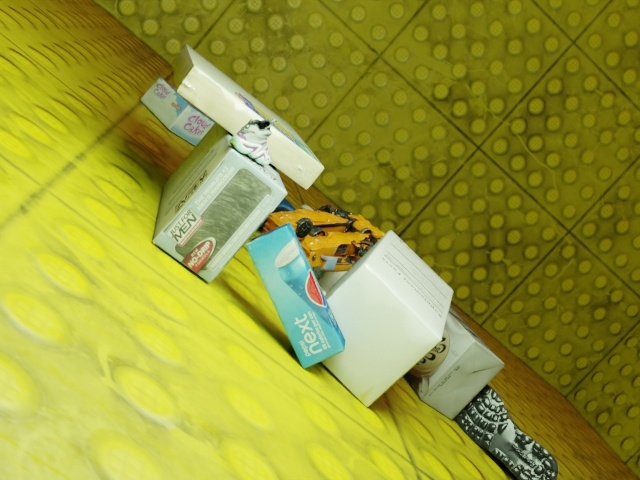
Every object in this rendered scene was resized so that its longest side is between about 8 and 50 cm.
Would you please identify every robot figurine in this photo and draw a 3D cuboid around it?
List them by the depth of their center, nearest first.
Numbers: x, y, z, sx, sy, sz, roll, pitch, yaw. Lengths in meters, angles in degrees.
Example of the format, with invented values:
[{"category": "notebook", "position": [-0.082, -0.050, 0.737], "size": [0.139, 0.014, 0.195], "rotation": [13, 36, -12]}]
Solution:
[{"category": "robot figurine", "position": [0.025, -0.002, 1.661], "size": [0.291, 0.085, 0.211], "rotation": [-1, 34, -48]}]

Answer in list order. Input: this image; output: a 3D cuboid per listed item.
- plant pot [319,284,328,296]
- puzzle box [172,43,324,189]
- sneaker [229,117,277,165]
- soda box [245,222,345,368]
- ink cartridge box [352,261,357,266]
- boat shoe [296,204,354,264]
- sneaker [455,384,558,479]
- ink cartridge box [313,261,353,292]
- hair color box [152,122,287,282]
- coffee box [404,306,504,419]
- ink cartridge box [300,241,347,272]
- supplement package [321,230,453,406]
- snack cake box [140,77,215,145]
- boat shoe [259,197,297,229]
[{"category": "plant pot", "position": [-0.010, 0.126, 1.527], "size": [0.236, 0.032, 0.236], "rotation": [41, 7, -6]}, {"category": "puzzle box", "position": [-0.147, -0.239, 1.423], "size": [0.272, 0.052, 0.409], "rotation": [37, 8, -20]}, {"category": "sneaker", "position": [-0.085, -0.153, 1.160], "size": [0.038, 0.069, 0.098], "rotation": [44, 10, 23]}, {"category": "soda box", "position": [-0.036, 0.082, 1.194], "size": [0.067, 0.071, 0.210], "rotation": [-69, 135, -82]}, {"category": "ink cartridge box", "position": [0.178, 0.132, 2.114], "size": [0.207, 0.117, 0.283], "rotation": [41, 8, -3]}, {"category": "boat shoe", "position": [0.000, 0.000, 2.186], "size": [0.228, 0.069, 0.081], "rotation": [46, -27, 17]}, {"category": "sneaker", "position": [0.384, 0.422, 1.662], "size": [0.283, 0.107, 0.124], "rotation": [50, -4, 30]}, {"category": "ink cartridge box", "position": [0.056, 0.113, 1.705], "size": [0.092, 0.090, 0.143], "rotation": [33, 11, -45]}, {"category": "hair color box", "position": [-0.175, -0.087, 1.319], "size": [0.114, 0.185, 0.374], "rotation": [39, 8, -17]}, {"category": "coffee box", "position": [0.246, 0.226, 1.721], "size": [0.119, 0.168, 0.297], "rotation": [38, 9, -32]}, {"category": "ink cartridge box", "position": [0.035, 0.077, 1.902], "size": [0.198, 0.067, 0.115], "rotation": [45, 8, 36]}, {"category": "supplement package", "position": [0.104, 0.125, 1.364], "size": [0.175, 0.177, 0.293], "rotation": [45, 18, 1]}, {"category": "snack cake box", "position": [-0.361, -0.337, 2.194], "size": [0.152, 0.089, 0.264], "rotation": [46, 9, 29]}, {"category": "boat shoe", "position": [-0.134, -0.072, 1.836], "size": [0.109, 0.089, 0.258], "rotation": [42, 11, 19]}]
